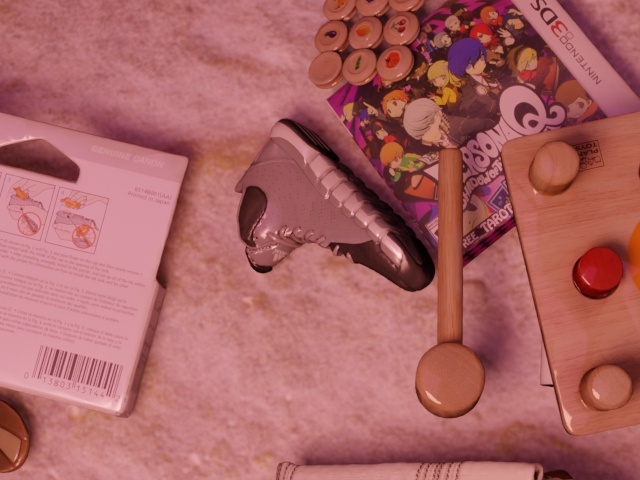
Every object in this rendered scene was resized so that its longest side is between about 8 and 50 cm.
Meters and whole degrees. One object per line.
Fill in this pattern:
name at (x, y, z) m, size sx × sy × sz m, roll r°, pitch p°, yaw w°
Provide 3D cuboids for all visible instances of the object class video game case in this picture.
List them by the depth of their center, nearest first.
video game case at (0.153, -0.122, 1.293) m, size 0.232 × 0.042 × 0.210 m, roll -38°, pitch 69°, yaw 10°

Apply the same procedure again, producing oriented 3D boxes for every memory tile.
memory tile at (0.047, -0.215, 1.335) m, size 0.113 × 0.012 × 0.148 m, roll -1°, pitch 66°, yaw 31°

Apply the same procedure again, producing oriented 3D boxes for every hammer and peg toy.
hammer and peg toy at (0.242, 0.018, 1.142) m, size 0.361 × 0.127 × 0.266 m, roll -11°, pitch 81°, yaw 2°

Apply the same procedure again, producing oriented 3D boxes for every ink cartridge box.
ink cartridge box at (-0.298, 0.014, 1.372) m, size 0.296 × 0.066 × 0.261 m, roll 14°, pitch 81°, yaw 4°

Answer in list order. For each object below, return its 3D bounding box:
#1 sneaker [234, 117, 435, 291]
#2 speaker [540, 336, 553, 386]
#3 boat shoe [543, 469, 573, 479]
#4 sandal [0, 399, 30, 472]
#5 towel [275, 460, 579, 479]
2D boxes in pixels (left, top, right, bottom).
sneaker at (0.000, 0.000, 1.312) m, size 0.132 × 0.086 × 0.228 m, roll -48°, pitch 59°, yaw 11°
speaker at (0.224, 0.064, 1.230) m, size 0.055 × 0.055 × 0.136 m, roll 1°, pitch 81°, yaw 19°
boat shoe at (0.146, 0.248, 1.228) m, size 0.178 × 0.064 × 0.060 m, roll -17°, pitch 45°, yaw 14°
sandal at (-0.357, 0.192, 1.418) m, size 0.180 × 0.049 × 0.072 m, roll 7°, pitch 77°, yaw 35°
towel at (0.081, 0.338, 1.141) m, size 0.324 × 0.056 × 0.312 m, roll -4°, pitch 73°, yaw 32°
